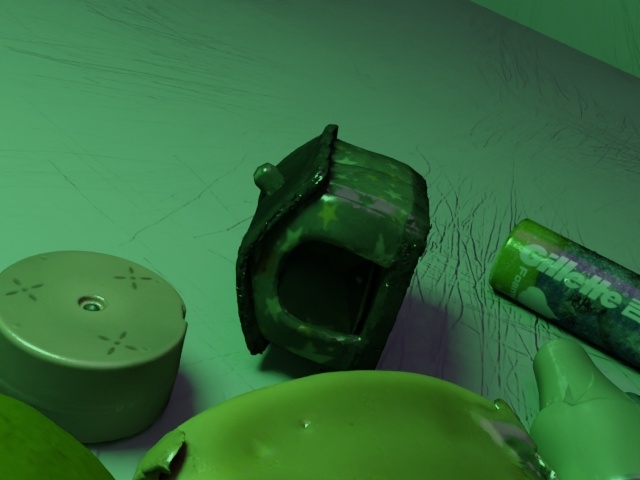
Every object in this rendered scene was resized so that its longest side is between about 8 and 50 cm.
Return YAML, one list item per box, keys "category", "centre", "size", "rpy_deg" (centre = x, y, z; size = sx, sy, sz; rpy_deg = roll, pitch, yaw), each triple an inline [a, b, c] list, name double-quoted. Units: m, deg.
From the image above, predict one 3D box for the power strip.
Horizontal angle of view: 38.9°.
- category: "power strip"
  centre: [-0.182, 0.077, 0.690]
  size: [0.154, 0.078, 0.154]
  rpy_deg: [13, 29, -8]

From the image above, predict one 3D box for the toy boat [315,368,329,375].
- category: "toy boat"
  centre: [0.039, 0.149, 0.764]
  size: [0.115, 0.016, 0.063]
  rpy_deg: [24, 26, 11]

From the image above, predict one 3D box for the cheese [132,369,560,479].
- category: "cheese"
  centre: [0.026, 0.186, 0.571]
  size: [0.315, 0.128, 0.259]
  rpy_deg: [8, 24, -35]

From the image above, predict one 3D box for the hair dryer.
- category: "hair dryer"
  centre: [0.285, 0.190, 0.790]
  size: [0.298, 0.119, 0.296]
  rpy_deg: [25, 18, -24]

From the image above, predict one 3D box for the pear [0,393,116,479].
- category: "pear"
  centre: [-0.196, 0.177, 0.300]
  size: [0.253, 0.253, 0.307]
  rpy_deg: [24, 38, 11]

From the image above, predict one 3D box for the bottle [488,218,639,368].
- category: "bottle"
  centre: [0.351, 0.088, 0.999]
  size: [0.330, 0.093, 0.093]
  rpy_deg: [30, 28, 22]

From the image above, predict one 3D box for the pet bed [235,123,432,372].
- category: "pet bed"
  centre: [0.000, 0.000, 0.829]
  size: [0.159, 0.183, 0.211]
  rpy_deg: [20, 21, -2]
